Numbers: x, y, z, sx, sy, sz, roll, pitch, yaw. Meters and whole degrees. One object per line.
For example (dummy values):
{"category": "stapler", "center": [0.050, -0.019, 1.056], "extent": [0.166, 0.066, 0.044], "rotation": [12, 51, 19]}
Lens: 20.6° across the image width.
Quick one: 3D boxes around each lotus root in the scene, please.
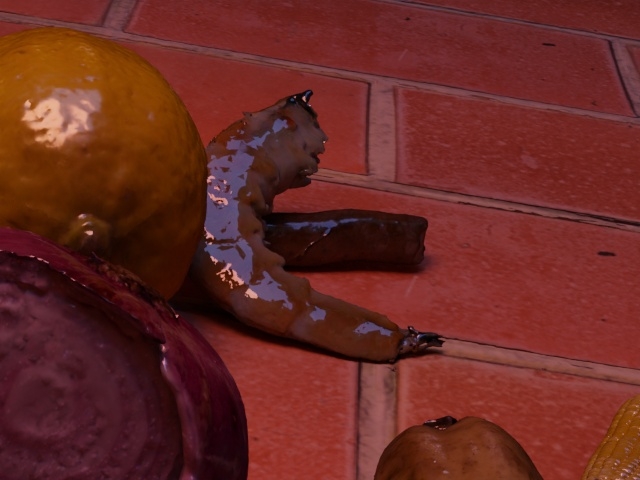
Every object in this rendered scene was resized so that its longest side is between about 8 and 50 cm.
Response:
{"category": "lotus root", "center": [0.099, 0.195, 1.164], "extent": [0.125, 0.118, 0.221], "rotation": [-23, 29, 6]}

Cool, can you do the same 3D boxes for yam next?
{"category": "yam", "center": [-0.012, -0.002, 1.613], "extent": [0.241, 0.057, 0.057], "rotation": [1, 26, -19]}

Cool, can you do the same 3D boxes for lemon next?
{"category": "lemon", "center": [-0.213, -0.048, 1.411], "extent": [0.245, 0.245, 0.320], "rotation": [1, 20, -19]}

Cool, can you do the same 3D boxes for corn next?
{"category": "corn", "center": [0.247, 0.169, 1.335], "extent": [0.085, 0.063, 0.165], "rotation": [29, 31, 16]}

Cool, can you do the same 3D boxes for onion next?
{"category": "onion", "center": [-0.136, 0.085, 0.896], "extent": [0.207, 0.201, 0.200], "rotation": [4, 24, 6]}

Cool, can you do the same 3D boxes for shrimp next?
{"category": "shrimp", "center": [-0.033, -0.002, 1.525], "extent": [0.185, 0.068, 0.287], "rotation": [-18, 57, -24]}
